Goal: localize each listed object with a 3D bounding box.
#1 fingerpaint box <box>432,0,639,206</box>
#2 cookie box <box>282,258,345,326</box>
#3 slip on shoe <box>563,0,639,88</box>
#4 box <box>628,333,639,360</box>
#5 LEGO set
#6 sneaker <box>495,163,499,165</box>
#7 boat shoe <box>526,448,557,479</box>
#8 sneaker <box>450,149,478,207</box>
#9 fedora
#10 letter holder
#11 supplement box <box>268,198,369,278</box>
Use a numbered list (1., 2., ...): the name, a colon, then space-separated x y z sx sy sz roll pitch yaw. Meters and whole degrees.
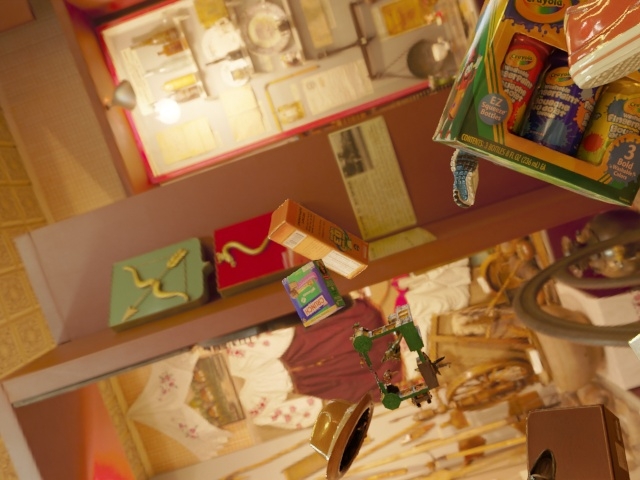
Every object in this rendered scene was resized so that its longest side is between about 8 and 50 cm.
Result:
1. fingerpaint box: 0.536 -0.322 1.228 0.163 0.446 0.370 -120 49 -78
2. cookie box: -0.014 0.106 1.113 0.040 0.092 0.107 -8 -114 -59
3. slip on shoe: 0.372 -0.265 0.511 0.331 0.123 0.101 -30 77 54
4. box: 0.713 0.203 1.102 0.179 0.043 0.105 109 148 -51
5. LEGO set: 0.251 0.367 1.814 0.331 0.255 0.192 56 -169 -8
6. sneaker: 0.485 -0.316 1.522 0.283 0.107 0.124 34 -142 -48
7. boat shoe: 0.412 0.459 1.041 0.152 0.056 0.049 -50 -47 -49
8. sneaker: 0.400 -0.190 1.510 0.083 0.072 0.190 -48 -37 -46
9. fedora: 0.036 0.364 1.057 0.194 0.079 0.194 -48 -32 -44
10. letter holder: 0.667 0.602 1.433 0.152 0.215 0.301 36 -132 -39
11. supplement box: 0.000 0.000 1.263 0.234 0.080 0.078 29 -136 -25
